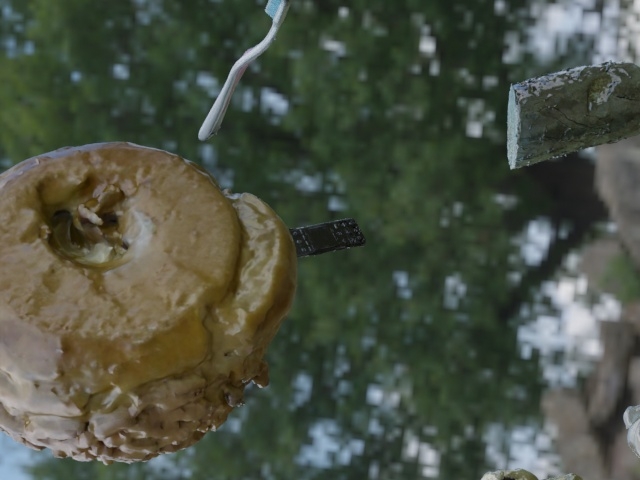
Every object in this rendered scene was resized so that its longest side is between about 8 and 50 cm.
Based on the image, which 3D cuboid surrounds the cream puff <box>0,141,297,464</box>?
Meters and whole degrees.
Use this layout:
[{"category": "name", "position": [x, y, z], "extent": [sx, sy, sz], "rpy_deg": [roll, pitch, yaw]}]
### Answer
[{"category": "cream puff", "position": [-0.195, 0.068, 1.817], "extent": [0.231, 0.343, 0.327], "rpy_deg": [94, 161, -45]}]

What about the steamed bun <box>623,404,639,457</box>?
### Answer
[{"category": "steamed bun", "position": [0.503, 0.182, 2.012], "extent": [0.219, 0.324, 0.309], "rpy_deg": [51, -132, -36]}]

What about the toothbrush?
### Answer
[{"category": "toothbrush", "position": [-0.066, -0.143, 1.635], "extent": [0.017, 0.022, 0.204], "rpy_deg": [-33, -15, -37]}]

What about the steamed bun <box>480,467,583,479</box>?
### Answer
[{"category": "steamed bun", "position": [0.241, 0.327, 2.282], "extent": [0.192, 0.177, 0.106], "rpy_deg": [-22, -62, -43]}]

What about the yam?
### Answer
[{"category": "yam", "position": [0.293, -0.148, 2.201], "extent": [0.107, 0.183, 0.107], "rpy_deg": [167, 90, -82]}]

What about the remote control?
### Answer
[{"category": "remote control", "position": [0.000, 0.000, 2.039], "extent": [0.039, 0.096, 0.014], "rpy_deg": [63, 152, 32]}]
